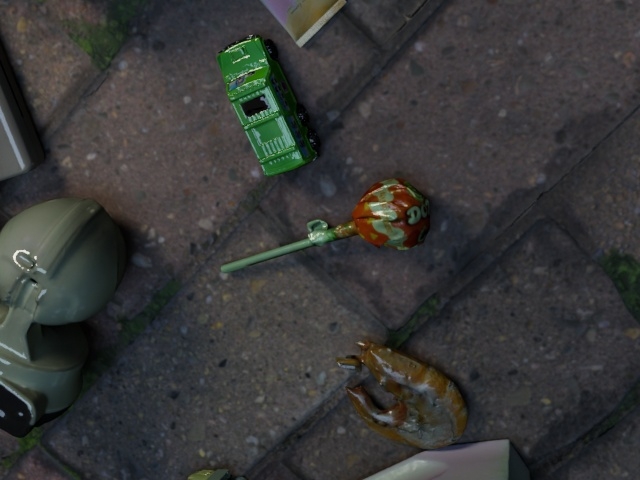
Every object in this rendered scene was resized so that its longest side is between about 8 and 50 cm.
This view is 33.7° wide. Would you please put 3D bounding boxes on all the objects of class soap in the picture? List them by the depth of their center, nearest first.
[{"bbox_3d":[0.120,0.396,1.346,0.347,0.115,0.208,-31,100,21],"label":"soap"}]

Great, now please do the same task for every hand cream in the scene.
[{"bbox_3d":[-0.058,-0.303,1.182,0.174,0.047,0.076,44,112,-13],"label":"hand cream"}]

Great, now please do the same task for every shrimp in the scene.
[{"bbox_3d":[0.094,0.198,1.315,0.187,0.051,0.132,40,113,-5],"label":"shrimp"}]

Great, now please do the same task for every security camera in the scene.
[{"bbox_3d":[-0.349,0.072,1.308,0.197,0.191,0.277,31,111,1],"label":"security camera"}]

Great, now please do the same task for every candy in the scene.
[{"bbox_3d":[0.001,0.001,1.267,0.288,0.078,0.084,-19,116,27],"label":"candy"}]

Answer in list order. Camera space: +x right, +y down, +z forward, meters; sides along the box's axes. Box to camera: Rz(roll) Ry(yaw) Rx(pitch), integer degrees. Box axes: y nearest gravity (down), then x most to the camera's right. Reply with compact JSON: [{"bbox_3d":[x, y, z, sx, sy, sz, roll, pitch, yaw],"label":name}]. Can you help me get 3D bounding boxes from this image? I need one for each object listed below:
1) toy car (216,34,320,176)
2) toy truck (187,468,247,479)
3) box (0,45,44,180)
[{"bbox_3d":[-0.064,-0.154,1.222,0.071,0.062,0.165,-20,103,20],"label":"toy car"},{"bbox_3d":[-0.157,0.403,1.435,0.116,0.085,0.191,4,107,23],"label":"toy truck"},{"bbox_3d":[-0.432,-0.191,1.304,0.103,0.055,0.243,-14,106,18],"label":"box"}]
